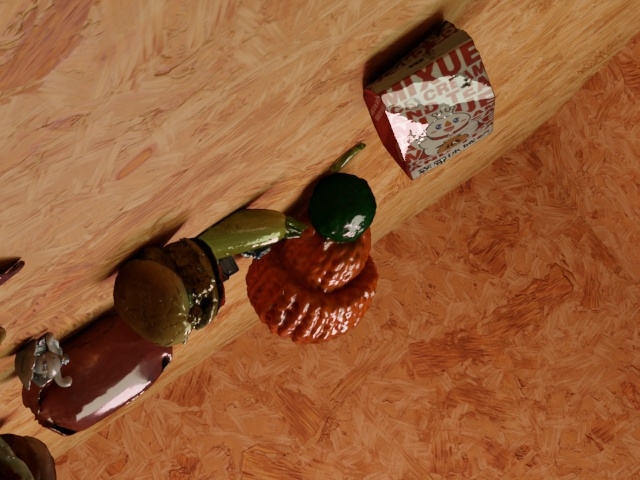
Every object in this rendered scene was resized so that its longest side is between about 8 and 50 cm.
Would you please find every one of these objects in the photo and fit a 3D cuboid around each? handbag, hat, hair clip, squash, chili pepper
[{"bbox_3d":[0.159,-0.208,1.655,0.171,0.151,0.298,-31,170,3],"label":"handbag"},{"bbox_3d":[0.000,0.000,2.257,0.285,0.285,0.400,-30,144,-43],"label":"hat"},{"bbox_3d":[-0.375,0.046,1.236,0.054,0.022,0.137,-34,174,13],"label":"hair clip"},{"bbox_3d":[-0.119,-0.021,1.889,0.200,0.075,0.090,-14,152,-5],"label":"squash"},{"bbox_3d":[0.051,-0.153,2.054,0.083,0.017,0.030,-38,175,9],"label":"chili pepper"}]

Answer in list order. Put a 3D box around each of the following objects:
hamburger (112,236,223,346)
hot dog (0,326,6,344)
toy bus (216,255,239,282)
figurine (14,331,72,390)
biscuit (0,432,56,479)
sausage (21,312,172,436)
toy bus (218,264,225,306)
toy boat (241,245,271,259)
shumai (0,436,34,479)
[{"bbox_3d":[-0.225,0.080,1.680,0.184,0.159,0.131,-16,-175,40],"label":"hamburger"},{"bbox_3d":[-0.459,0.150,1.491,0.090,0.034,0.030,-32,173,-40],"label":"hot dog"},{"bbox_3d":[-0.228,0.075,2.114,0.153,0.051,0.061,-31,-176,-40],"label":"toy bus"},{"bbox_3d":[-0.433,0.189,1.741,0.086,0.095,0.082,7,-175,-40],"label":"figurine"},{"bbox_3d":[-0.648,0.544,2.219,0.332,0.332,0.103,-39,133,24],"label":"biscuit"},{"bbox_3d":[-0.385,0.225,1.932,0.279,0.152,0.152,-35,174,-23],"label":"sausage"},{"bbox_3d":[-0.245,0.097,1.887,0.081,0.089,0.195,-10,-172,31],"label":"toy bus"},{"bbox_3d":[-0.123,0.004,2.083,0.060,0.061,0.137,-34,174,-21],"label":"toy boat"},{"bbox_3d":[-0.642,0.517,2.010,0.291,0.330,0.288,6,-137,38],"label":"shumai"}]
